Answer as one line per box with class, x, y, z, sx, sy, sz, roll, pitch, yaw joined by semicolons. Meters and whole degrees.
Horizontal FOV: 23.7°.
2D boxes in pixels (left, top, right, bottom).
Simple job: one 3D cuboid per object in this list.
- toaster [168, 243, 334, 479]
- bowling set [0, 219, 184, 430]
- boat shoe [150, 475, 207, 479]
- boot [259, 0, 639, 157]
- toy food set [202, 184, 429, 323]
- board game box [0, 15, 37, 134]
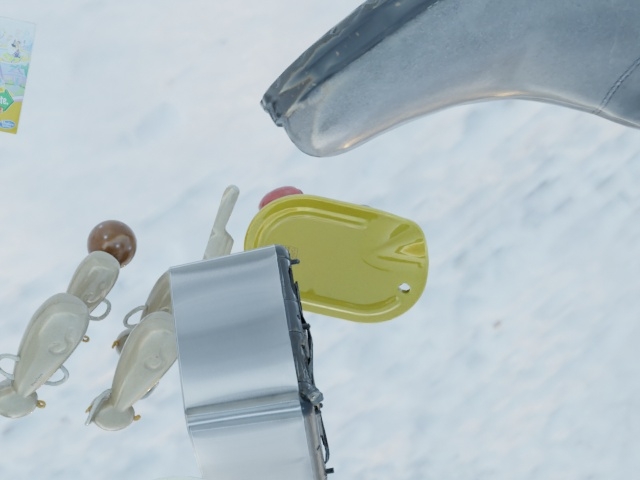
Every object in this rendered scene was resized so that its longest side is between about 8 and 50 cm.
toaster;-0.056;0.110;1.261;0.110;0.168;0.186;-10;145;-2
bowling set;-0.208;0.094;1.596;0.287;0.200;0.154;17;122;-31
boat shoe;-0.038;0.251;0.649;0.109;0.305;0.091;-8;148;-20
boot;0.162;-0.057;0.683;0.338;0.223;0.118;-26;-176;-2
toy food set;0.000;0.000;1.472;0.071;0.217;0.128;-71;173;-59
board game box;-0.343;-0.163;1.386;0.154;0.026;0.104;10;99;-9
